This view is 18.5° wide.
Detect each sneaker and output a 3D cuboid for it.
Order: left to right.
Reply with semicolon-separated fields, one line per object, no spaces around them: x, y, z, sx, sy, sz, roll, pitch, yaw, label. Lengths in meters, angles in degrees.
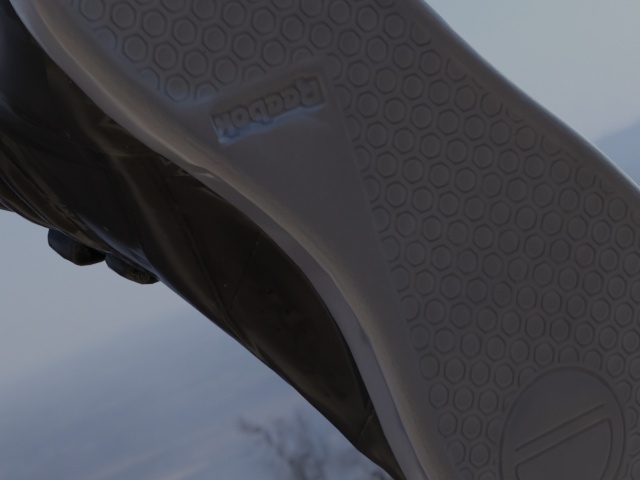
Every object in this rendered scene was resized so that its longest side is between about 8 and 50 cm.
0.000;-0.001;0.565;0.104;0.296;0.147;-52;23;-19;sneaker
